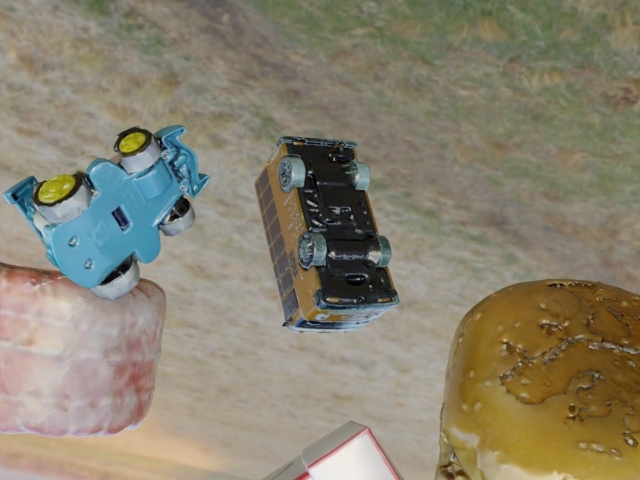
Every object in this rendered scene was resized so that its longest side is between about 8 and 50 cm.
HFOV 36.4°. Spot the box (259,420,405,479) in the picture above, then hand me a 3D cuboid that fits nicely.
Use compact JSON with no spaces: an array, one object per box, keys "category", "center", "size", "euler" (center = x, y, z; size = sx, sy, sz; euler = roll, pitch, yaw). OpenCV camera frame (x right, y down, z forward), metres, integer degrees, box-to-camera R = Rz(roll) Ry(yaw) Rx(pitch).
[{"category":"box","center":[0.003,0.410,1.090],"size":[0.312,0.300,0.314],"euler":[57,174,7]}]

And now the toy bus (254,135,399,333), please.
[{"category":"toy bus","center":[0.000,0.000,1.020],"size":[0.098,0.201,0.114],"euler":[2,149,-28]}]

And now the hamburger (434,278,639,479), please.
[{"category":"hamburger","center":[0.263,0.174,0.964],"size":[0.284,0.304,0.174],"euler":[7,130,7]}]

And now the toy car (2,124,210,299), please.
[{"category":"toy car","center":[-0.190,-0.041,0.871],"size":[0.098,0.161,0.126],"euler":[27,154,36]}]

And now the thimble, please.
[{"category":"thimble","center":[-0.277,0.108,0.990],"size":[0.239,0.162,0.239],"euler":[7,178,0]}]
